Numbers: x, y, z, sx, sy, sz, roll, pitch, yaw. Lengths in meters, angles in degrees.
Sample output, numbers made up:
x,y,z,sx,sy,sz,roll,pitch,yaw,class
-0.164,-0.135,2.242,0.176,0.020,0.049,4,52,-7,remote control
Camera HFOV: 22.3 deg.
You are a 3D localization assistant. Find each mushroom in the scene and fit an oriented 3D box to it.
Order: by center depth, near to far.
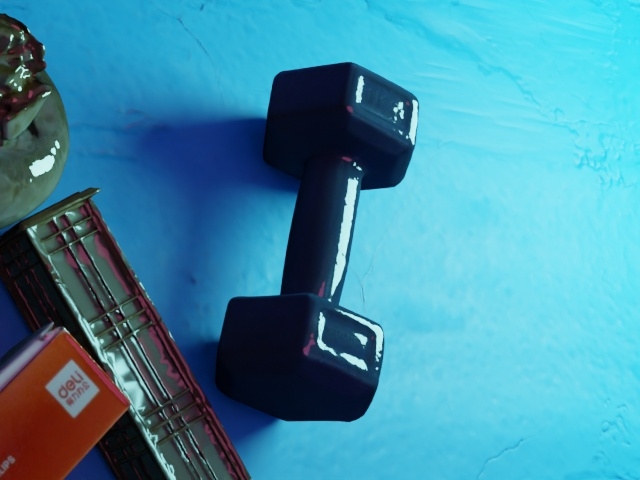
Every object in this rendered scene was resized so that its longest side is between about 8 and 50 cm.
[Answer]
x,y,z,sx,sy,sz,roll,pitch,yaw,class
-0.298,-0.113,1.278,0.226,0.178,0.226,24,44,-25,mushroom

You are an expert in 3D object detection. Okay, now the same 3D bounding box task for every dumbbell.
x,y,z,sx,sy,sz,roll,pitch,yaw,class
0.000,0.000,1.481,0.144,0.160,0.325,51,42,-51,dumbbell

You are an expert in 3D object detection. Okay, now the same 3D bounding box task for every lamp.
x,y,z,sx,sy,sz,roll,pitch,yaw,class
-0.158,0.121,1.356,0.090,0.089,0.325,-30,92,-40,lamp

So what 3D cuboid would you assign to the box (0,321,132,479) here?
x,y,z,sx,sy,sz,roll,pitch,yaw,class
-0.254,0.163,1.240,0.099,0.133,0.182,49,53,-9,box
